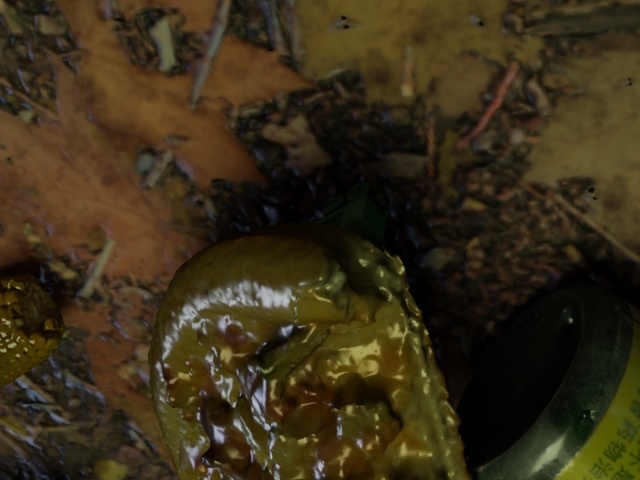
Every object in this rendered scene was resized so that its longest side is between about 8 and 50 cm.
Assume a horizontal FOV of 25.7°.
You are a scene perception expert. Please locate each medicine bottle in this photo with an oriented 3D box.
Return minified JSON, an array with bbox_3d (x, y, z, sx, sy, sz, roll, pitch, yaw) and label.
[{"bbox_3d":[0.224,0.155,0.799,0.293,0.141,0.141,34,126,-13],"label":"medicine bottle"}]

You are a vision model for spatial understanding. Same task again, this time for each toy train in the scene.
[{"bbox_3d":[0.000,0.000,0.796,0.092,0.045,0.029,-27,115,27],"label":"toy train"}]

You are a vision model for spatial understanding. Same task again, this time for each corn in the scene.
[{"bbox_3d":[-0.246,0.080,0.898,0.207,0.068,0.068,-28,116,30],"label":"corn"}]

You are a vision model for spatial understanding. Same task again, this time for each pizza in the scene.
[{"bbox_3d":[-0.034,0.089,0.793,0.268,0.087,0.258,18,131,51],"label":"pizza"}]
